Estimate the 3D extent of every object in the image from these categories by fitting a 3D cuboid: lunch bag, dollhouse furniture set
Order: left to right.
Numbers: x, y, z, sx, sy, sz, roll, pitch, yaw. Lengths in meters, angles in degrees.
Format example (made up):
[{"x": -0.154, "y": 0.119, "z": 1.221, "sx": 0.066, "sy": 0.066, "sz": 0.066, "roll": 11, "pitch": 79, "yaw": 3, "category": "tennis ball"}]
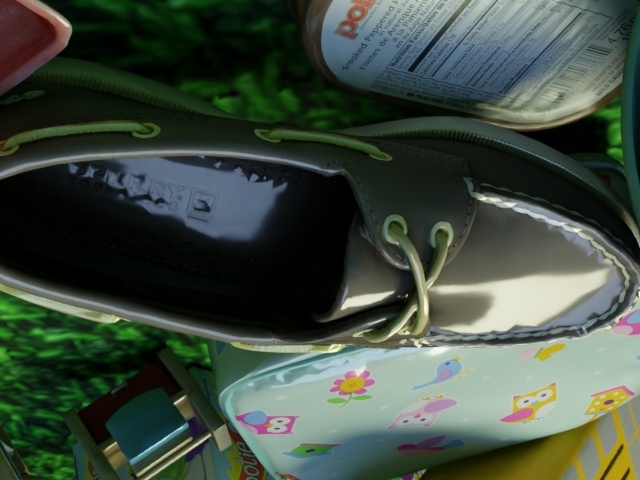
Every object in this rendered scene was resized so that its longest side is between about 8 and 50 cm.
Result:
[{"x": -0.173, "y": 0.107, "z": 0.667, "sx": 0.183, "sy": 0.129, "sz": 0.129, "roll": -33, "pitch": 152, "yaw": -16, "category": "dollhouse furniture set"}, {"x": 0.076, "y": 0.051, "z": 0.661, "sx": 0.279, "sy": 0.108, "sz": 0.224, "roll": -17, "pitch": 147, "yaw": 4, "category": "lunch bag"}]

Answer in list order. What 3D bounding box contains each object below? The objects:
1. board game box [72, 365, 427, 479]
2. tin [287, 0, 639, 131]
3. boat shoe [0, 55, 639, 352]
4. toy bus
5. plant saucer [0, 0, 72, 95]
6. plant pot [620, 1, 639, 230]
[{"x": -0.035, "y": 0.215, "z": 0.845, "sx": 0.142, "sy": 0.144, "sz": 0.275, "roll": -34, "pitch": 144, "yaw": 28, "category": "board game box"}, {"x": 0.075, "y": -0.100, "z": 0.485, "sx": 0.189, "sy": 0.040, "sz": 0.106, "roll": 8, "pitch": 139, "yaw": -31, "category": "tin"}, {"x": 0.000, "y": 0.000, "z": 0.475, "sx": 0.324, "sy": 0.097, "sz": 0.117, "roll": 12, "pitch": 116, "yaw": -12, "category": "boat shoe"}, {"x": 0.159, "y": 0.182, "z": 0.780, "sx": 0.108, "sy": 0.130, "sz": 0.332, "roll": -6, "pitch": -157, "yaw": 40, "category": "toy bus"}, {"x": -0.268, "y": -0.080, "z": 0.370, "sx": 0.259, "sy": 0.048, "sz": 0.258, "roll": -29, "pitch": 146, "yaw": 25, "category": "plant saucer"}, {"x": 0.282, "y": -0.019, "z": 0.476, "sx": 0.293, "sy": 0.293, "sz": 0.235, "roll": -19, "pitch": 161, "yaw": 9, "category": "plant pot"}]
